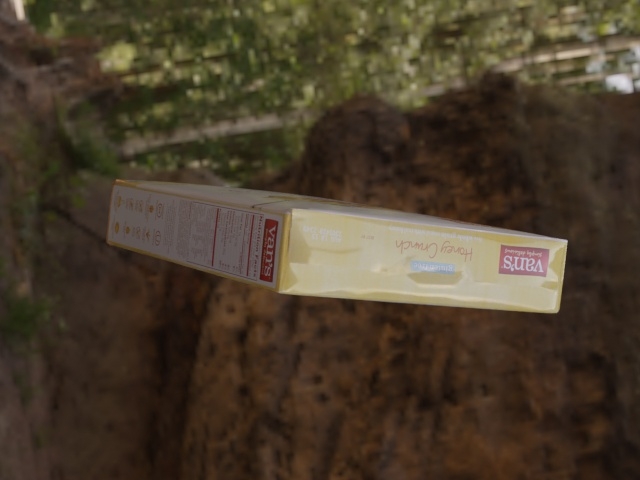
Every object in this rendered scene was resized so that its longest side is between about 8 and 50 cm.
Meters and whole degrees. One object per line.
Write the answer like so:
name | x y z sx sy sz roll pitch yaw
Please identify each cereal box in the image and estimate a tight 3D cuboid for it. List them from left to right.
cereal box | 0.000 0.000 0.821 0.240 0.173 0.047 11 -85 60
